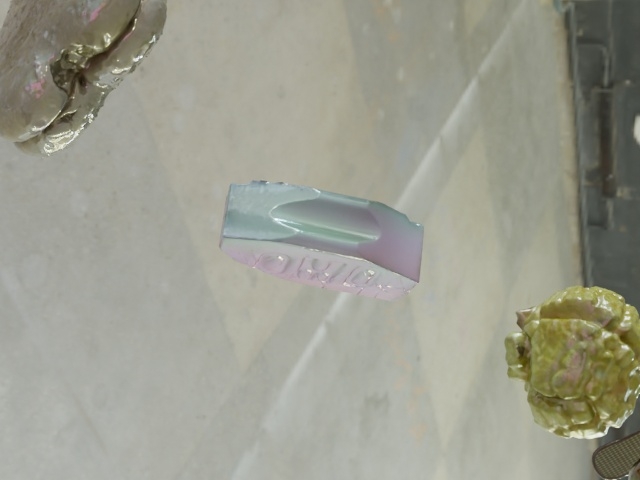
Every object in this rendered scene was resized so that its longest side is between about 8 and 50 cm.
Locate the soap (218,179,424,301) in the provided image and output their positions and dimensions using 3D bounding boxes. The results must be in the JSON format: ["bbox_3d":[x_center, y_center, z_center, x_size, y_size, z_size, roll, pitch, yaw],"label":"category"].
[{"bbox_3d":[0.000,0.000,1.467,0.193,0.323,0.109,125,-25,-65],"label":"soap"}]

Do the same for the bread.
[{"bbox_3d":[-0.215,-0.244,0.876,0.102,0.183,0.337,30,63,-40],"label":"bread"}]

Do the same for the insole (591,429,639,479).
[{"bbox_3d":[0.580,0.334,1.555,0.086,0.253,0.005,59,8,-2],"label":"insole"}]

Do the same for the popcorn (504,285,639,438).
[{"bbox_3d":[0.457,0.211,1.621,0.224,0.257,0.270,36,27,-51],"label":"popcorn"}]

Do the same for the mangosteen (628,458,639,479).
[{"bbox_3d":[0.540,0.337,1.102,0.330,0.330,0.330,-21,114,-60],"label":"mangosteen"}]
